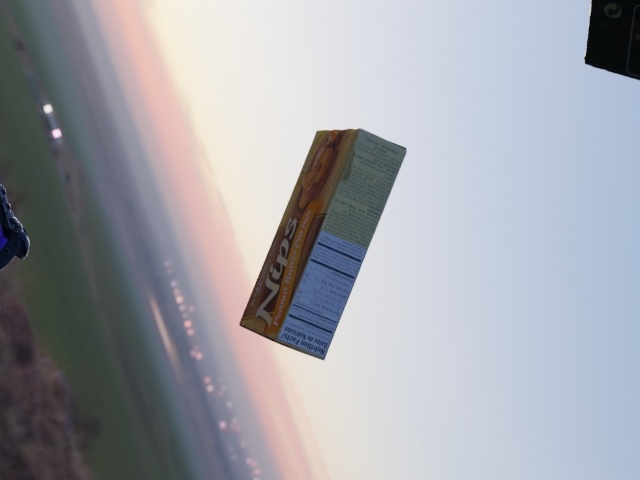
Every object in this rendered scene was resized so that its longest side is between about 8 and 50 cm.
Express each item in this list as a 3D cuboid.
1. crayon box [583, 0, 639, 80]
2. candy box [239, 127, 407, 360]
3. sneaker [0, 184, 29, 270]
[{"bbox_3d":[0.370,-0.221,1.089,0.203,0.323,0.083,22,-42,25],"label":"crayon box"},{"bbox_3d":[0.000,0.000,1.957,0.316,0.087,0.183,-69,-162,-4],"label":"candy box"},{"bbox_3d":[-0.442,-0.033,1.761,0.102,0.146,0.293,-3,-102,54],"label":"sneaker"}]
